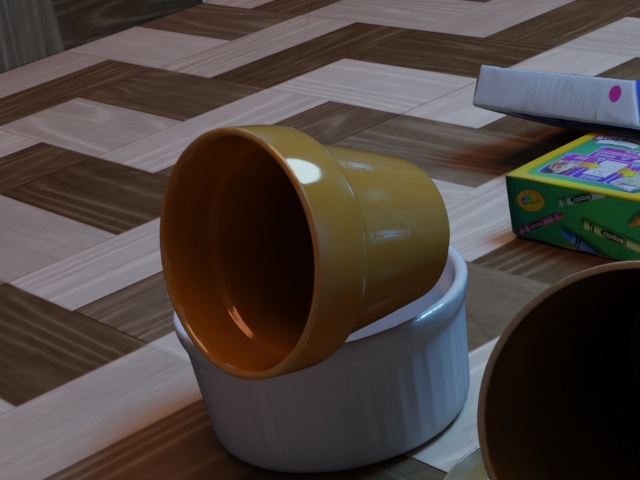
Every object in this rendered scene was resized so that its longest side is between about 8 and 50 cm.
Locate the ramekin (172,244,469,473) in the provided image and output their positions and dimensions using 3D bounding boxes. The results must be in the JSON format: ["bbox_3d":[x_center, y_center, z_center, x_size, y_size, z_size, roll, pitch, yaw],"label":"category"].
[{"bbox_3d":[0.010,0.102,1.519,0.277,0.135,0.277,-10,22,4],"label":"ramekin"}]

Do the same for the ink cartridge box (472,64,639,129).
[{"bbox_3d":[0.369,-0.159,1.987,0.175,0.069,0.371,9,6,-34],"label":"ink cartridge box"}]

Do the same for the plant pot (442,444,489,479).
[{"bbox_3d":[0.211,0.208,1.294,0.236,0.032,0.236,-9,22,4],"label":"plant pot"}]

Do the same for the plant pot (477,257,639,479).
[{"bbox_3d":[0.267,0.109,1.209,0.237,0.237,0.254,-2,9,23],"label":"plant pot"}]

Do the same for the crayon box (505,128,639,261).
[{"bbox_3d":[0.363,-0.047,1.796,0.165,0.081,0.278,-25,25,-33],"label":"crayon box"}]

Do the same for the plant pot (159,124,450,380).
[{"bbox_3d":[0.000,0.000,1.357,0.188,0.205,0.205,-9,15,-41],"label":"plant pot"}]
